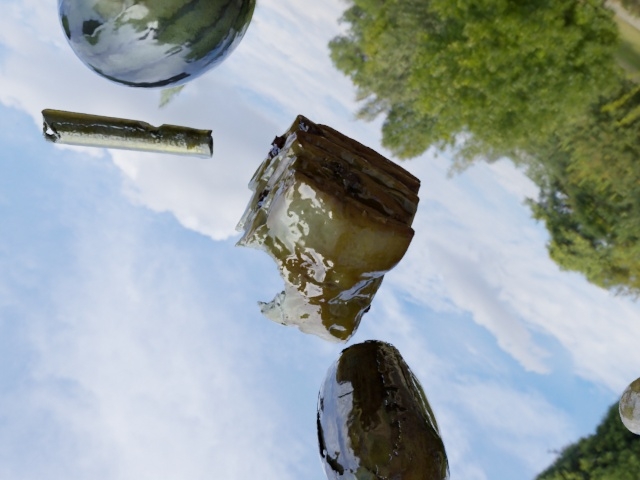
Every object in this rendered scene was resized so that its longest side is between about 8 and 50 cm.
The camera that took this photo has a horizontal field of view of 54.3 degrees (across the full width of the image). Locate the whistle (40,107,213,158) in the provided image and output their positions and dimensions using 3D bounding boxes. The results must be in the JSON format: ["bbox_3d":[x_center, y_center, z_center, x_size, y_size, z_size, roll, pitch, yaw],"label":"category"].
[{"bbox_3d":[-0.367,-0.200,1.193,0.327,0.068,0.057,6,-155,-3],"label":"whistle"}]

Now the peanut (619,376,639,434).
[{"bbox_3d":[0.554,0.233,0.853,0.275,0.125,0.111,2,-176,5],"label":"peanut"}]

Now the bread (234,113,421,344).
[{"bbox_3d":[0.000,0.000,1.132,0.314,0.370,0.191,25,-165,-12],"label":"bread"}]

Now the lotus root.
[{"bbox_3d":[0.094,0.310,0.998,0.179,0.196,0.397,47,-168,-22],"label":"lotus root"}]

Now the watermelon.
[{"bbox_3d":[-0.285,-0.398,1.058,0.279,0.359,0.278,-16,-90,-75],"label":"watermelon"}]
